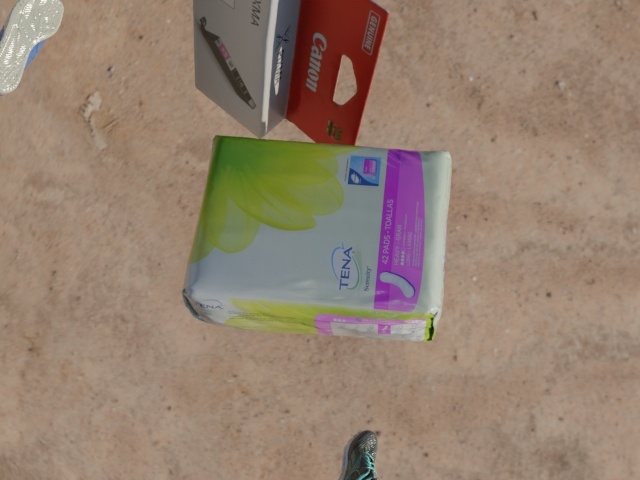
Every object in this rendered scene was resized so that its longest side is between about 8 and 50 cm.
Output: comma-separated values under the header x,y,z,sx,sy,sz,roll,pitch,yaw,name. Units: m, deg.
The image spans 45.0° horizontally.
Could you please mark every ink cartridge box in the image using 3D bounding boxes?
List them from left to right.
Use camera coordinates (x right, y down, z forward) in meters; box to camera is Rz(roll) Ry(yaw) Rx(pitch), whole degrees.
x,y,z,sx,sy,sz,roll,pitch,yaw,name
-0.051,-0.223,0.927,0.239,0.275,0.060,40,61,16,ink cartridge box

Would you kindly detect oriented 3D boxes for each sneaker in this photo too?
x,y,z,sx,sy,sz,roll,pitch,yaw,name
-0.377,-0.240,0.950,0.058,0.084,0.152,33,67,-36,sneaker
0.068,0.376,1.236,0.065,0.076,0.166,47,46,-22,sneaker

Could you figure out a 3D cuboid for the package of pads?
x,y,z,sx,sy,sz,roll,pitch,yaw,name
0.000,0.000,0.916,0.296,0.101,0.229,5,63,7,package of pads
